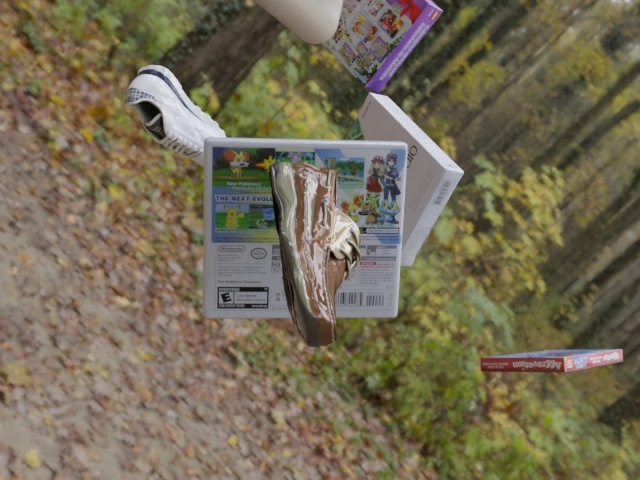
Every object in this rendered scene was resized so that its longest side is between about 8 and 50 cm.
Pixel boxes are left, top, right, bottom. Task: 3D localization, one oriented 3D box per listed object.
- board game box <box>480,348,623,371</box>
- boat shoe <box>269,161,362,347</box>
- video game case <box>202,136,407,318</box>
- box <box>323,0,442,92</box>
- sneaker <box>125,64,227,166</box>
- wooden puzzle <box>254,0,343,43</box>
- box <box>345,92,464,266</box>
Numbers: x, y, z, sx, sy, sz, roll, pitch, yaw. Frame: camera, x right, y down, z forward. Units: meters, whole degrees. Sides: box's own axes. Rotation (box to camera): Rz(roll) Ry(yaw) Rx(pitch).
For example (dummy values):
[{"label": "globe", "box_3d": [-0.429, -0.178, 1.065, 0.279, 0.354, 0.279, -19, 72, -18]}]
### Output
[{"label": "board game box", "box_3d": [0.403, 0.206, 1.562, 0.281, 0.145, 0.027, 5, 80, -53]}, {"label": "boat shoe", "box_3d": [0.000, 0.000, 1.292, 0.122, 0.120, 0.324, 88, -7, -49]}, {"label": "video game case", "box_3d": [-0.028, -0.017, 1.498, 0.329, 0.299, 0.036, 1, 14, -7]}, {"label": "box", "box_3d": [0.079, -0.461, 1.800, 0.057, 0.201, 0.293, 7, 38, -53]}, {"label": "sneaker", "box_3d": [-0.247, -0.190, 1.576, 0.235, 0.090, 0.094, 45, 41, -30]}, {"label": "wooden puzzle", "box_3d": [-0.009, -0.486, 1.258, 0.081, 0.347, 0.322, 13, -5, 30]}, {"label": "box", "box_3d": [0.142, -0.132, 1.883, 0.059, 0.232, 0.322, 9, 30, -34]}]
